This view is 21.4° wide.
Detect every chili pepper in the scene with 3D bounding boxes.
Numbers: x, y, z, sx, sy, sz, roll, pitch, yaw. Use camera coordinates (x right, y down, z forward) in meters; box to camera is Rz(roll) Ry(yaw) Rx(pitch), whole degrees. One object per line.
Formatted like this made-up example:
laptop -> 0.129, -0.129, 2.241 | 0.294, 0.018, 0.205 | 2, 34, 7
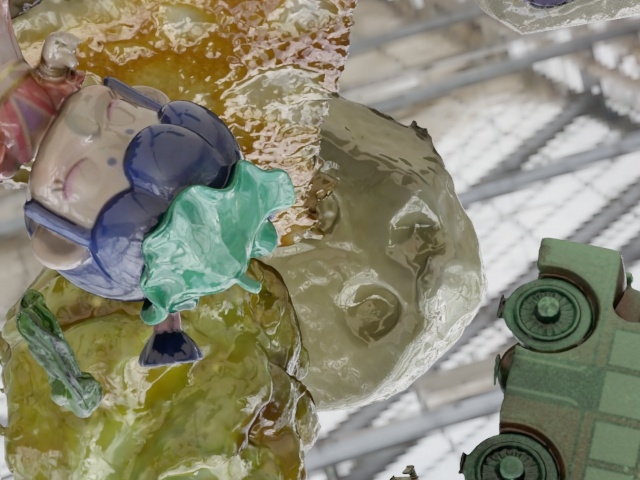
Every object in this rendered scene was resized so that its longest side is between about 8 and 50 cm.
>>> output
chili pepper -> -0.153, 0.071, 0.990 | 0.030, 0.091, 0.034 | -15, -147, 14

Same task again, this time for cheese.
cheese -> 0.000, 0.000, 1.610 | 0.318, 0.326, 0.115 | -9, -167, 34

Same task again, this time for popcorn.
popcorn -> -0.132, 0.117, 1.316 | 0.247, 0.282, 0.282 | -14, -162, 2

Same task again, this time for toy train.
toy train -> 0.196, 0.155, 1.325 | 0.159, 0.129, 0.326 | 10, -125, 13

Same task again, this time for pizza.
pizza -> -0.123, -0.114, 1.368 | 0.440, 0.406, 0.130 | -19, -125, 15

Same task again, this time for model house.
model house -> 0.081, 0.317, 2.109 | 0.058, 0.057, 0.083 | -7, -158, 37

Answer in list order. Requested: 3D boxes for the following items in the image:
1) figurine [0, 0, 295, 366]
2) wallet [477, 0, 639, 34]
figurine -> -0.100, -0.042, 0.728 | 0.111, 0.195, 0.102 | -53, -178, -25
wallet -> 0.288, -0.406, 1.999 | 0.275, 0.335, 0.068 | -20, -167, 3
